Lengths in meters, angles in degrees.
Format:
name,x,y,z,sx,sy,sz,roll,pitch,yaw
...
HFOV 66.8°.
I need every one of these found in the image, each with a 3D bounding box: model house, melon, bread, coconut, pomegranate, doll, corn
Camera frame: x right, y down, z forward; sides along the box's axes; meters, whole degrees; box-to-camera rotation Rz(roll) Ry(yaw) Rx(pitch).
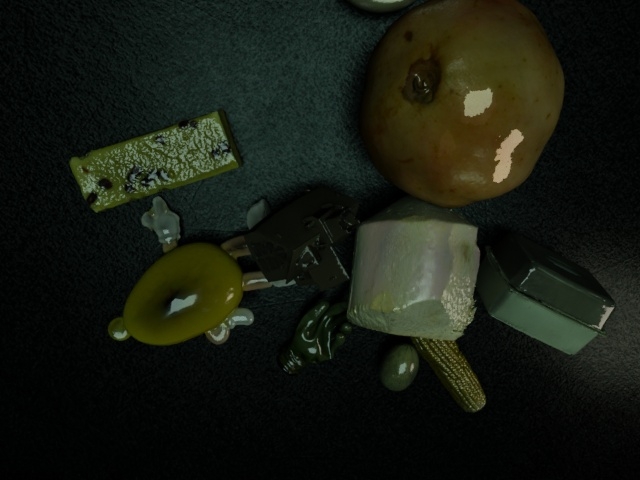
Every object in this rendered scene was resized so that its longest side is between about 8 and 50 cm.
name,x,y,z,sx,sy,sz,roll,pitch,yaw
model house,0.000,0.000,1.030,0.211,0.243,0.204,-38,103,-34
melon,0.202,0.324,1.252,0.098,0.098,0.130,21,98,-9
bread,-0.371,-0.175,1.094,0.362,0.077,0.138,-18,104,1
coconut,0.207,0.051,1.067,0.298,0.297,0.309,9,85,-6
pomegranate,0.271,-0.277,0.968,0.412,0.411,0.410,-1,105,-3
doll,-0.263,0.072,1.135,0.424,0.161,0.347,2,83,-4
corn,0.335,0.324,1.265,0.097,0.097,0.319,-33,106,6

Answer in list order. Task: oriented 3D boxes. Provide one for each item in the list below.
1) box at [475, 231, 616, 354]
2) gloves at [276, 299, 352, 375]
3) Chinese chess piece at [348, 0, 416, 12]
name,x,y,z,sx,sy,sz,roll,pitch,yaw
box,0.526,0.122,1.158,0.291,0.220,0.166,25,116,-9
gloves,-0.004,0.237,1.214,0.135,0.107,0.268,45,115,-5
Chinese chess piece,0.131,-0.603,0.998,0.250,0.103,0.249,-1,107,-2
